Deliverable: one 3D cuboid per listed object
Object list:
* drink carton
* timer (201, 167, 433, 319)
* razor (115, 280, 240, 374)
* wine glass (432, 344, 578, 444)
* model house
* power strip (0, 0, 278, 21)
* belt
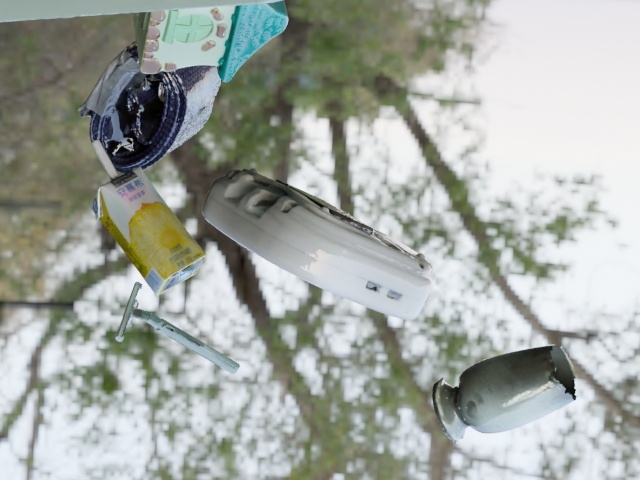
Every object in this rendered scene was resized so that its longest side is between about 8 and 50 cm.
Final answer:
[{"bbox_3d":[-0.231,-0.032,1.755,0.084,0.200,0.074,-31,167,-29],"label":"drink carton"},{"bbox_3d":[0.000,0.001,1.634,0.237,0.087,0.262,25,-176,-37],"label":"timer"},{"bbox_3d":[-0.189,0.138,1.967,0.211,0.084,0.036,32,154,-34],"label":"razor"},{"bbox_3d":[0.271,0.225,2.087,0.204,0.111,0.111,-21,-179,22],"label":"wine glass"},{"bbox_3d":[-0.108,-0.239,1.422,0.149,0.127,0.100,0,-132,-17],"label":"model house"},{"bbox_3d":[-0.171,-0.198,0.985,0.385,0.062,0.091,-1,-145,20],"label":"power strip"},{"bbox_3d":[-0.221,-0.197,1.918,0.139,0.230,0.126,43,-134,3],"label":"belt"}]
